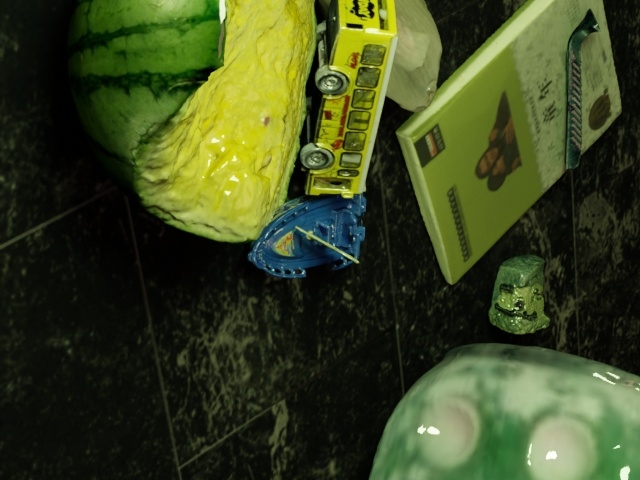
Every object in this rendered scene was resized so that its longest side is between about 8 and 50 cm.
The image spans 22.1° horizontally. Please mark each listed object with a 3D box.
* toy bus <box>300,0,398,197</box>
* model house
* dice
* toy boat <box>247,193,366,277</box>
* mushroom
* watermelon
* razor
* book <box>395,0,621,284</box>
[{"bbox_3d":[0.023,-0.144,1.582,0.074,0.081,0.226,3,137,-8],"label":"toy bus"},{"bbox_3d":[0.244,0.064,1.984,0.079,0.066,0.083,-10,112,-47],"label":"model house"},{"bbox_3d":[0.263,0.322,1.876,0.330,0.328,0.348,30,71,-55],"label":"dice"},{"bbox_3d":[0.000,0.000,1.657,0.175,0.110,0.091,-16,117,-41],"label":"toy boat"},{"bbox_3d":[0.043,-0.234,1.617,0.108,0.096,0.247,-55,133,-15],"label":"mushroom"},{"bbox_3d":[-0.116,-0.172,1.388,0.331,0.189,0.330,7,90,-84],"label":"watermelon"},{"bbox_3d":[0.300,-0.174,1.924,0.066,0.033,0.190,-87,179,-65],"label":"razor"},{"bbox_3d":[0.233,-0.140,1.909,0.352,0.035,0.239,-45,136,-26],"label":"book"}]
